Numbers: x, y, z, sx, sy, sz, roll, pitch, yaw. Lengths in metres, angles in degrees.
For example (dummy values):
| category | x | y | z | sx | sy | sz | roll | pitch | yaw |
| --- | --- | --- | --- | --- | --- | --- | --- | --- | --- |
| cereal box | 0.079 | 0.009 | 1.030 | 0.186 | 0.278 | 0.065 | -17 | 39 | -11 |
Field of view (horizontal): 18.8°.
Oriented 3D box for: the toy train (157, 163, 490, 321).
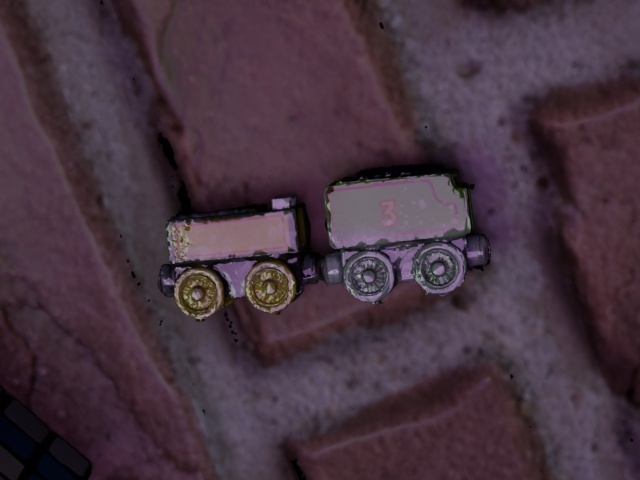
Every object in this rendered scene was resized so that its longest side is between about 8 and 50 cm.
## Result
| category | x | y | z | sx | sy | sz | roll | pitch | yaw |
| --- | --- | --- | --- | --- | --- | --- | --- | --- | --- |
| toy train | 0.000 | 0.000 | 1.167 | 0.202 | 0.060 | 0.081 | -6 | 95 | 5 |

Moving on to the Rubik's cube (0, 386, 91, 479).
| category | x | y | z | sx | sy | sz | roll | pitch | yaw |
| --- | --- | --- | --- | --- | --- | --- | --- | --- | --- |
| Rubik's cube | -0.253 | 0.166 | 1.174 | 0.154 | 0.151 | 0.155 | 42 | 101 | -5 |
